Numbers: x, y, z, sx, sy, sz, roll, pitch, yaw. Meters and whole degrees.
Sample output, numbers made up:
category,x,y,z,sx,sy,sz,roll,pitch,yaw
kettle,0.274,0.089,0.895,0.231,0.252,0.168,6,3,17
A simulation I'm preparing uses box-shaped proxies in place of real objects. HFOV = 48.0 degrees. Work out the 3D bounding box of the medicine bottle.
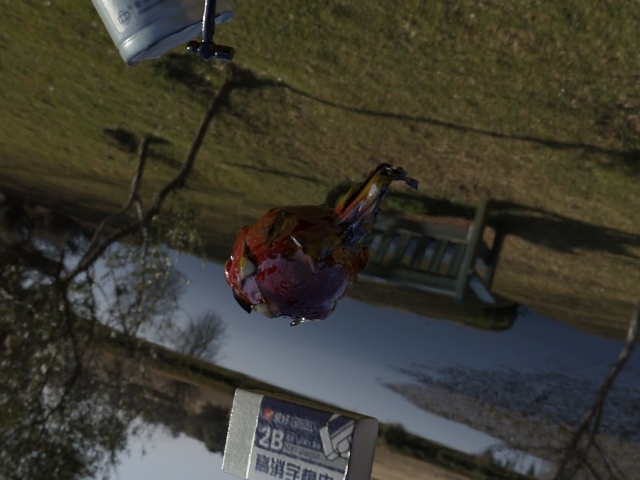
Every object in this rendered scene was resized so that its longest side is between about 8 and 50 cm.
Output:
category,x,y,z,sx,sy,sz,roll,pitch,yaw
medicine bottle,-0.281,-0.450,1.059,0.190,0.190,0.332,-7,113,57

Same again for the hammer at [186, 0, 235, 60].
category,x,y,z,sx,sy,sz,roll,pitch,yaw
hammer,-0.134,-0.313,0.911,0.065,0.021,0.178,16,126,6

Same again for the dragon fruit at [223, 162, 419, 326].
category,x,y,z,sx,sy,sz,roll,pitch,yaw
dragon fruit,0.000,0.000,0.740,0.125,0.125,0.246,40,119,-16

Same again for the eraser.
category,x,y,z,sx,sy,sz,roll,pitch,yaw
eraser,-0.032,0.279,0.973,0.210,0.124,0.068,5,172,36
